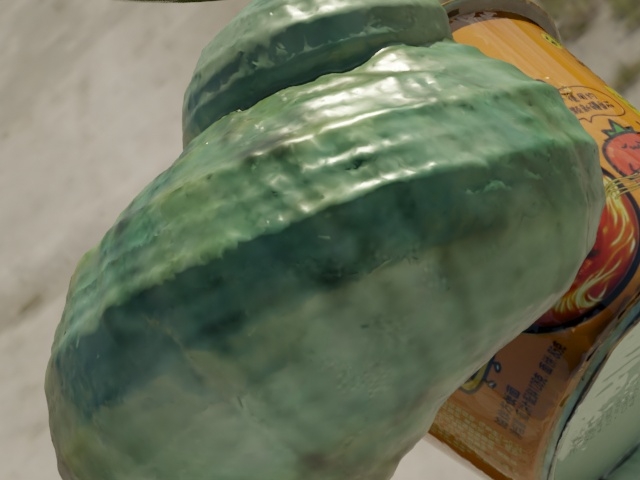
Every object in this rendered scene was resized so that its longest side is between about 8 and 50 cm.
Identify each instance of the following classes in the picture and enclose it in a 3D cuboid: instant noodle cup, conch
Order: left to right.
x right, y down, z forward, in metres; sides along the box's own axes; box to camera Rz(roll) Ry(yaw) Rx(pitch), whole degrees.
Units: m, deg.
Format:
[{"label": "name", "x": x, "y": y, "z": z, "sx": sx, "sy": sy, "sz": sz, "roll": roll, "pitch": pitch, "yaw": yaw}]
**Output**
[{"label": "conch", "x": -0.002, "y": 0.001, "z": 0.572, "sx": 0.176, "sy": 0.122, "sz": 0.188, "roll": -12, "pitch": 41, "yaw": 42}, {"label": "instant noodle cup", "x": 0.097, "y": 0.017, "z": 0.870, "sx": 0.216, "sy": 0.216, "sz": 0.172, "roll": -44, "pitch": 59, "yaw": -12}]

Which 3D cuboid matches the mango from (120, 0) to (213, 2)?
[{"label": "mango", "x": 0.013, "y": -0.097, "z": 0.311, "sx": 0.191, "sy": 0.085, "sz": 0.122, "roll": -22, "pitch": -12, "yaw": -18}]
